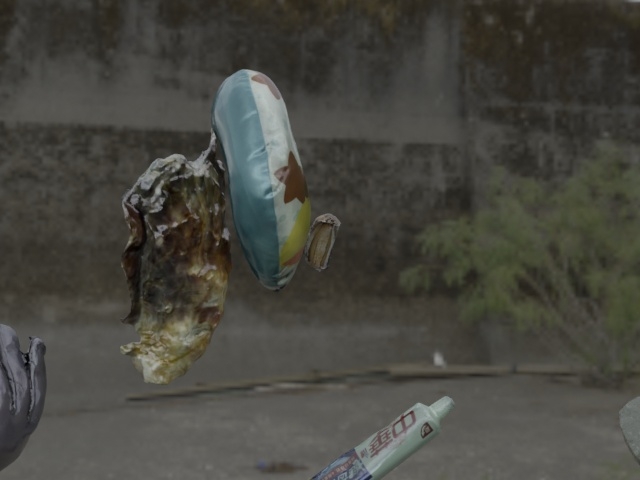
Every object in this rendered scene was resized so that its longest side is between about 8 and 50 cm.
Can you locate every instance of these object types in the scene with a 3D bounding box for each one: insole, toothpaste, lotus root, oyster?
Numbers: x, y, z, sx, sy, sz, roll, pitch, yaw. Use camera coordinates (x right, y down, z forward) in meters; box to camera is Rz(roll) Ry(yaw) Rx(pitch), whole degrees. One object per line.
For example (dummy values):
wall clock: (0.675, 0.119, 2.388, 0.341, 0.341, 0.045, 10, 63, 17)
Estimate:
insole: (0.322, 0.199, 1.081, 0.063, 0.010, 0.192, -38, 27, 11)
toothpaste: (0.041, 0.232, 1.211, 0.038, 0.233, 0.060, 51, 3, -40)
lotus root: (0.001, -0.001, 1.499, 0.037, 0.083, 0.030, 15, 39, 0)
oyster: (-0.170, 0.015, 1.502, 0.100, 0.271, 0.275, 16, 54, 39)

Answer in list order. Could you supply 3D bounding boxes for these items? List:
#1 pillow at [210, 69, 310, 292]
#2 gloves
pillow: (-0.070, -0.070, 1.300, 0.086, 0.233, 0.214, -11, -28, -11)
gloves: (-0.402, 0.228, 1.354, 0.119, 0.286, 0.142, 24, -20, 9)
